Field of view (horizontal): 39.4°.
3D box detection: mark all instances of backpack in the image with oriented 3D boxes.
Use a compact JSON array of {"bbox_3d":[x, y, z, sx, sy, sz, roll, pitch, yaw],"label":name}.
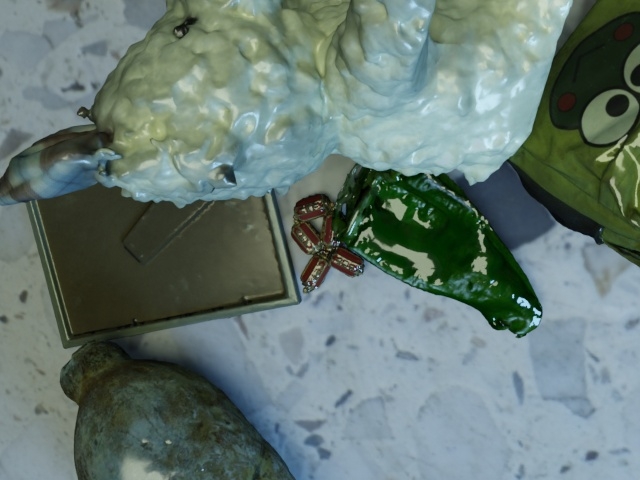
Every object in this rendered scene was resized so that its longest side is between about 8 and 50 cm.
[{"bbox_3d":[0.270,-0.070,0.642,0.253,0.140,0.207,45,109,36],"label":"backpack"}]

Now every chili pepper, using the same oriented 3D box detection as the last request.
[{"bbox_3d":[0.101,0.005,0.764,0.216,0.062,0.108,44,112,3],"label":"chili pepper"}]

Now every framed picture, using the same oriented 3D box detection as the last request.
[{"bbox_3d":[-0.156,-0.004,0.845,0.250,0.016,0.184,-13,96,15],"label":"framed picture"}]

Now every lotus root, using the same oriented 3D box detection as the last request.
[{"bbox_3d":[-0.116,0.233,0.802,0.175,0.175,0.349,-37,87,16],"label":"lotus root"}]

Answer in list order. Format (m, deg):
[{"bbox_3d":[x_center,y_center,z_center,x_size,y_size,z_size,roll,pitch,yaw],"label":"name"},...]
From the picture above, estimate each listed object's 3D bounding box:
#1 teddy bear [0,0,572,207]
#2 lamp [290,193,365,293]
[{"bbox_3d":[-0.014,-0.180,0.622,0.362,0.327,0.375,9,106,-12],"label":"teddy bear"},{"bbox_3d":[0.000,0.000,0.803,0.063,0.031,0.083,-20,91,14],"label":"lamp"}]
